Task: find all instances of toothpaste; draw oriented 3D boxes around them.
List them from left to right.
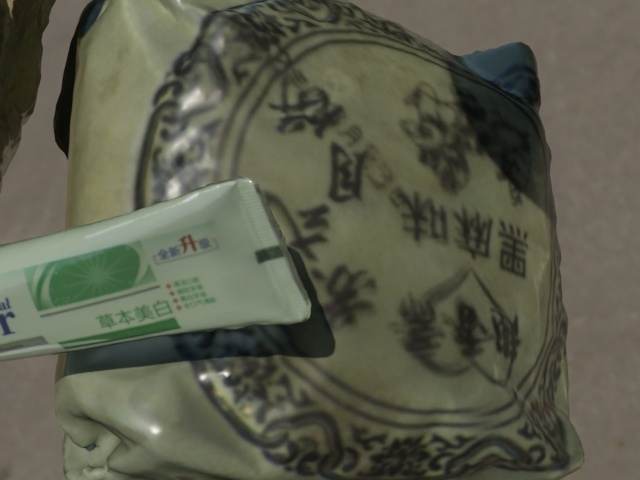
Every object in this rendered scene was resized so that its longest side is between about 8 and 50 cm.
[{"bbox_3d":[-0.111,0.022,0.715,0.218,0.064,0.041,-11,28,22],"label":"toothpaste"}]

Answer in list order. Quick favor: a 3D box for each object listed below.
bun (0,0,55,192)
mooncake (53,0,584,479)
[{"bbox_3d":[-0.233,-0.099,0.805,0.281,0.205,0.281,-4,70,11],"label":"bun"},{"bbox_3d":[0.004,-0.002,0.857,0.136,0.254,0.250,-32,54,53],"label":"mooncake"}]
